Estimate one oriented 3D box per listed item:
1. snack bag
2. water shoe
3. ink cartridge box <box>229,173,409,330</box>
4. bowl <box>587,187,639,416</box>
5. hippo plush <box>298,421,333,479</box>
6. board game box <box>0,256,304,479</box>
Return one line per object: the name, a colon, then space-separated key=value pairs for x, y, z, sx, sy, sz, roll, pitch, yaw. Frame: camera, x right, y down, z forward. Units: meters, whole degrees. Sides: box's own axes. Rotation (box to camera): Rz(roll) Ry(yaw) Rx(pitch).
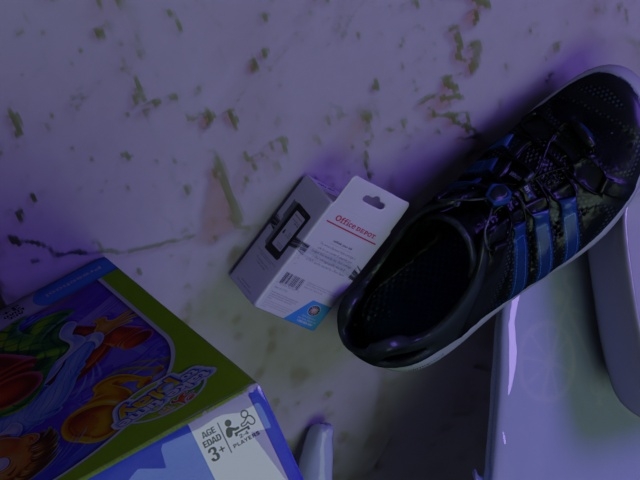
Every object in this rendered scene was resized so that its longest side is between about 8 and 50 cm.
snack bag: x=0.193 y=0.167 z=1.036 sx=0.323 sy=0.037 sz=0.342 roll=10 pitch=81 yaw=-39
water shoe: x=0.093 y=-0.007 z=0.896 sx=0.203 sy=0.073 sz=0.080 roll=-47 pitch=166 yaw=8
ink cartridge box: x=0.000 y=0.000 z=0.885 sx=0.048 sy=0.028 sz=0.083 roll=26 pitch=107 yaw=-46
bowl: x=0.204 y=0.027 z=0.996 sx=0.142 sy=0.053 sz=0.142 roll=-14 pitch=96 yaw=-39
hippo plush: x=-0.031 y=0.312 z=0.964 sx=0.294 sy=0.236 sz=0.234 roll=-33 pitch=136 yaw=-9
board game box: x=-0.195 y=0.140 z=0.706 sx=0.347 sy=0.233 sz=0.078 roll=-28 pitch=109 yaw=-14
